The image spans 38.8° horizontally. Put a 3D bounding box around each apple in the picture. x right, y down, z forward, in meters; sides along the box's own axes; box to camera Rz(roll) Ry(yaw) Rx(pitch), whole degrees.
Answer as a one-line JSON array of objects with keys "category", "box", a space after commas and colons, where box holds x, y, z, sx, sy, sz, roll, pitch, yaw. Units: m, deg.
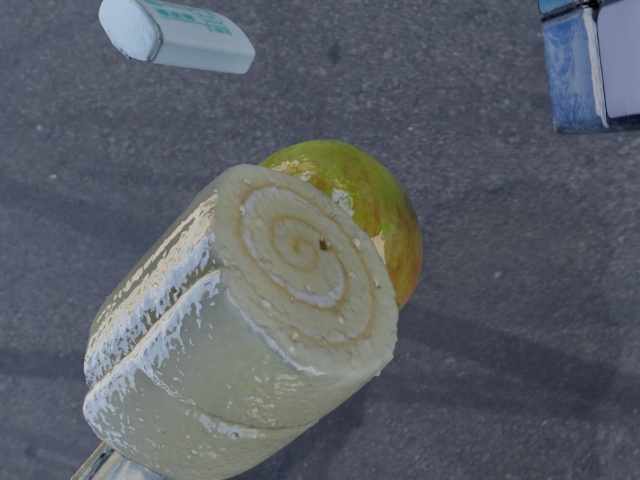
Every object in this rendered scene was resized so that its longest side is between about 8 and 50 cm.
[{"category": "apple", "box": [0.000, 0.000, 1.509, 0.340, 0.340, 0.339, 4, 98, 31]}]

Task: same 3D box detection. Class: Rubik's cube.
[{"category": "Rubik's cube", "box": [0.457, -0.297, 1.070, 0.316, 0.318, 0.313, -9, 96, -10]}]

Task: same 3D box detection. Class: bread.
[{"category": "bread", "box": [-0.047, 0.051, 0.525, 0.134, 0.148, 0.141, 35, 125, -20]}]

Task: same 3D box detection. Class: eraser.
[{"category": "eraser", "box": [-0.292, -0.423, 1.870, 0.189, 0.290, 0.104, 38, 114, 27]}]

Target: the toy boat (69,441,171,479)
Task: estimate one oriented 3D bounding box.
[{"category": "toy boat", "box": [-0.165, 0.233, 0.846, 0.092, 0.319, 0.141, 3, 130, 37]}]
